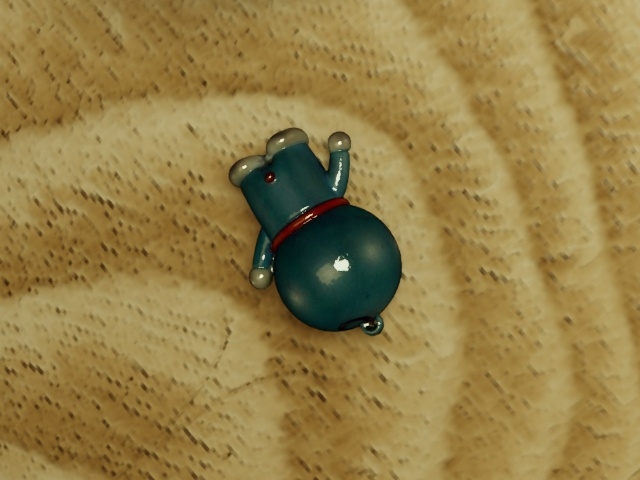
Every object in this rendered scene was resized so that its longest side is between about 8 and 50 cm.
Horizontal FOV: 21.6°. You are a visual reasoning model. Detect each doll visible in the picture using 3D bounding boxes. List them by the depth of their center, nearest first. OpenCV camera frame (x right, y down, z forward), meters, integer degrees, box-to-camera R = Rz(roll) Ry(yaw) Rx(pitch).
[{"bbox_3d":[0.000,0.000,1.134,0.114,0.085,0.152,-37,76,13],"label":"doll"}]
